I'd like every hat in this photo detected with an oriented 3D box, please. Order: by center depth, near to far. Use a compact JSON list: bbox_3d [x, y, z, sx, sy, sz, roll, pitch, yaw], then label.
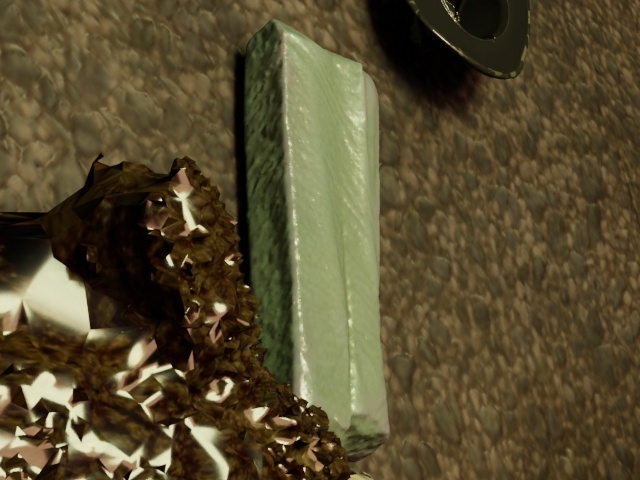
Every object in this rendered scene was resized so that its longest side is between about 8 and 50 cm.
[{"bbox_3d":[0.082,-0.140,0.890,0.121,0.050,0.121,20,60,-38],"label":"hat"}]

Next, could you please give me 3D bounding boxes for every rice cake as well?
[{"bbox_3d":[-0.001,0.001,0.728,0.080,0.042,0.222,27,51,-45],"label":"rice cake"}]

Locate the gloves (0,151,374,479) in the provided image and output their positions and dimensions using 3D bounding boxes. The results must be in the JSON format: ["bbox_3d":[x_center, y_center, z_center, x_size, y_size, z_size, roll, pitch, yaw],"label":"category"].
[{"bbox_3d":[-0.066,0.092,0.527,0.312,0.135,0.210,34,54,-30],"label":"gloves"}]
